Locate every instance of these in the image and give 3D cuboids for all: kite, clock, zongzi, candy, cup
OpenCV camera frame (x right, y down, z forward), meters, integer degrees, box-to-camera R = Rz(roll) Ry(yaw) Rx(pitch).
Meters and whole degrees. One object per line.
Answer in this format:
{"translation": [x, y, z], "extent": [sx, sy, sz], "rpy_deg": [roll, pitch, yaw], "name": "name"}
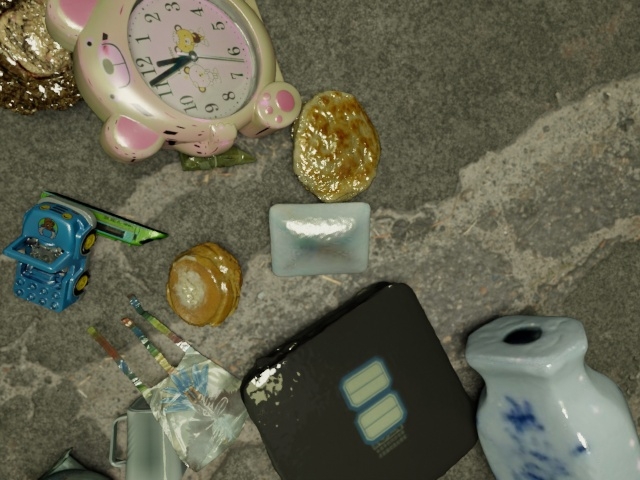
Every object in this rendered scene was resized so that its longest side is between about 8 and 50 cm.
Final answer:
{"translation": [-0.255, 0.233, 0.740], "extent": [0.310, 0.169, 0.015], "rpy_deg": [41, 132, -2], "name": "kite"}
{"translation": [-0.202, -0.266, 0.657], "extent": [0.310, 0.114, 0.283], "rpy_deg": [-28, 106, -32], "name": "clock"}
{"translation": [-0.193, -0.197, 0.773], "extent": [0.131, 0.062, 0.154], "rpy_deg": [-13, 77, -25], "name": "zongzi"}
{"translation": [0.000, 0.000, 0.766], "extent": [0.175, 0.071, 0.137], "rpy_deg": [-3, 115, -5], "name": "candy"}
{"translation": [-0.296, 0.341, 0.758], "extent": [0.128, 0.095, 0.129], "rpy_deg": [-1, 90, -2], "name": "cup"}

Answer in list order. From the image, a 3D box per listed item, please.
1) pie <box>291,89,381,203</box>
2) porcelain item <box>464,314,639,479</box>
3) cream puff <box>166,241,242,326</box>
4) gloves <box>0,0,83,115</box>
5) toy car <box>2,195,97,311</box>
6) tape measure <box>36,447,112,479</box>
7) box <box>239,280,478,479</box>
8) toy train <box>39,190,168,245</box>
{"translation": [0.026, -0.159, 0.766], "extent": [0.163, 0.079, 0.193], "rpy_deg": [11, 89, -10], "name": "pie"}
{"translation": [0.398, 0.332, 0.734], "extent": [0.179, 0.243, 0.404], "rpy_deg": [-31, 102, -37], "name": "porcelain item"}
{"translation": [-0.190, 0.071, 0.744], "extent": [0.127, 0.103, 0.143], "rpy_deg": [10, 109, 18], "name": "cream puff"}
{"translation": [-0.390, -0.315, 0.689], "extent": [0.313, 0.135, 0.210], "rpy_deg": [-30, 131, -26], "name": "gloves"}
{"translation": [-0.439, 0.032, 0.710], "extent": [0.097, 0.100, 0.191], "rpy_deg": [21, 111, -1], "name": "toy car"}
{"translation": [-0.379, 0.489, 0.676], "extent": [0.147, 0.275, 0.256], "rpy_deg": [-45, 99, -5], "name": "tape measure"}
{"translation": [0.079, 0.285, 0.747], "extent": [0.359, 0.091, 0.350], "rpy_deg": [-30, 95, -19], "name": "box"}
{"translation": [-0.371, -0.028, 0.758], "extent": [0.209, 0.044, 0.042], "rpy_deg": [21, 91, -5], "name": "toy train"}
